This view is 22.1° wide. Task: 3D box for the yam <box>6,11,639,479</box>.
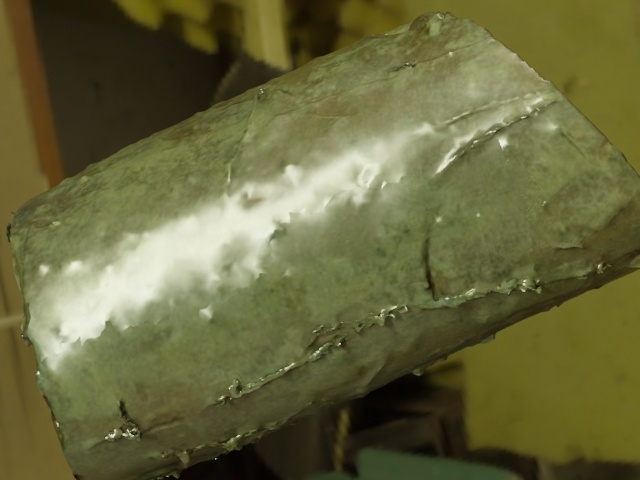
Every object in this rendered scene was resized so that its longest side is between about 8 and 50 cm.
[{"bbox_3d":[0.000,0.000,0.795,0.168,0.304,0.168,63,-172,-15],"label":"yam"}]
